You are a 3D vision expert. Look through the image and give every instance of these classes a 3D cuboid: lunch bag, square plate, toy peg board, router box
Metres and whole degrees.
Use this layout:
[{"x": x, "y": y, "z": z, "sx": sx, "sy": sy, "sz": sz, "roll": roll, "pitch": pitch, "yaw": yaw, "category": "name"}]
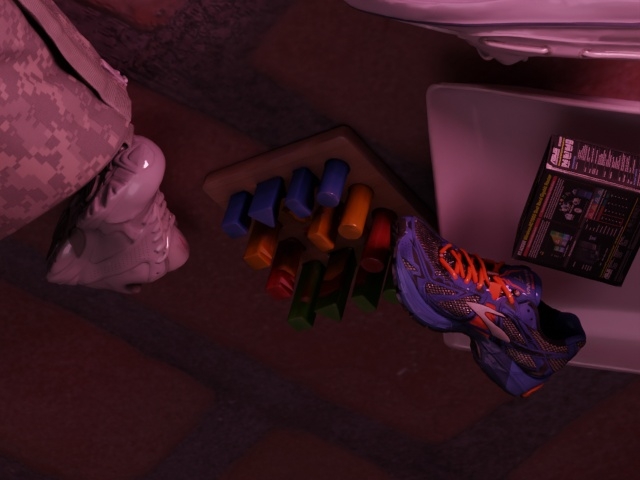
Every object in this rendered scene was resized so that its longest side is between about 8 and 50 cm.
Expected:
[{"x": -0.318, "y": -0.131, "z": 1.440, "sx": 0.256, "sy": 0.212, "sz": 0.305, "roll": -21, "pitch": 135, "yaw": 17, "category": "lunch bag"}, {"x": 0.265, "y": -0.005, "z": 1.522, "sx": 0.344, "sy": 0.049, "sz": 0.347, "roll": 7, "pitch": 142, "yaw": 12, "category": "square plate"}, {"x": 0.000, "y": 0.000, "z": 1.599, "sx": 0.161, "sy": 0.079, "sz": 0.160, "roll": -18, "pitch": 132, "yaw": 36, "category": "toy peg board"}, {"x": 0.207, "y": -0.022, "z": 1.449, "sx": 0.092, "sy": 0.038, "sz": 0.122, "roll": 15, "pitch": 143, "yaw": 1, "category": "router box"}]

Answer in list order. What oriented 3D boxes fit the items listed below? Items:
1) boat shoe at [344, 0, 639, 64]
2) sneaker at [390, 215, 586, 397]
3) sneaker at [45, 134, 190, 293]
[{"x": 0.136, "y": -0.163, "z": 1.328, "sx": 0.258, "sy": 0.095, "sz": 0.084, "roll": 8, "pitch": 138, "yaw": 12, "category": "boat shoe"}, {"x": 0.137, "y": 0.041, "z": 1.538, "sx": 0.087, "sy": 0.083, "sz": 0.221, "roll": -31, "pitch": 130, "yaw": 28, "category": "sneaker"}, {"x": -0.161, "y": -0.020, "z": 1.640, "sx": 0.115, "sy": 0.090, "sz": 0.232, "roll": 18, "pitch": 153, "yaw": -14, "category": "sneaker"}]
